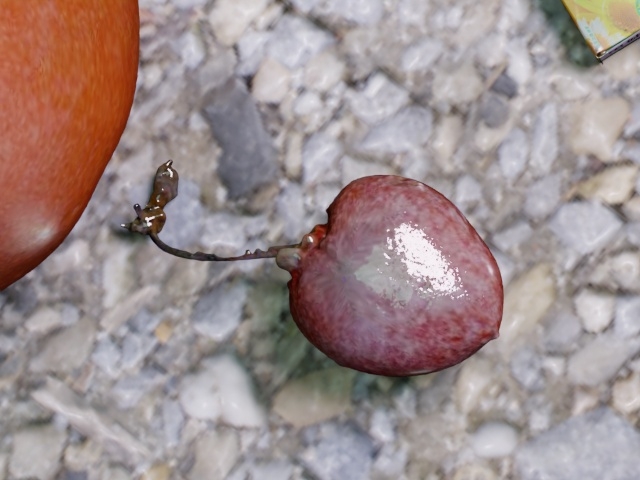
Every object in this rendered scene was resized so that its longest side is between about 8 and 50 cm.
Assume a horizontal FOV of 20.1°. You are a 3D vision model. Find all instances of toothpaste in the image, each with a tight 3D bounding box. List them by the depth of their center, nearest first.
[{"bbox_3d":[0.122,-0.181,0.974,0.043,0.037,0.178,-31,85,10],"label":"toothpaste"}]

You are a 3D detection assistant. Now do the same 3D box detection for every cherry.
[{"bbox_3d":[0.000,0.000,0.977,0.225,0.090,0.107,27,107,18],"label":"cherry"}]

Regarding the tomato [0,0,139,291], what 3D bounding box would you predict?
[{"bbox_3d":[-0.267,-0.117,0.927,0.341,0.273,0.341,0,90,10],"label":"tomato"}]
